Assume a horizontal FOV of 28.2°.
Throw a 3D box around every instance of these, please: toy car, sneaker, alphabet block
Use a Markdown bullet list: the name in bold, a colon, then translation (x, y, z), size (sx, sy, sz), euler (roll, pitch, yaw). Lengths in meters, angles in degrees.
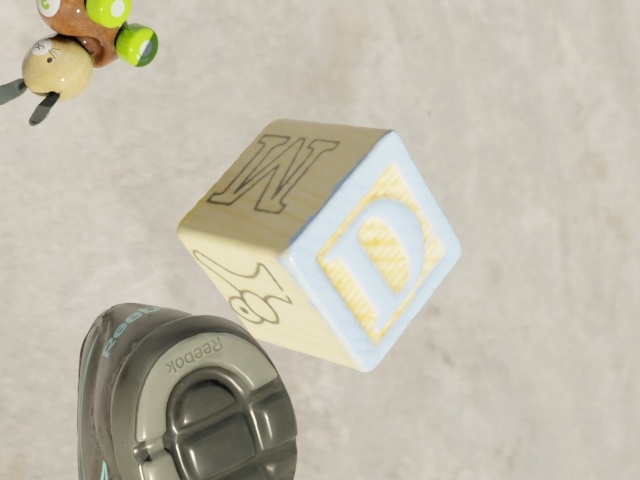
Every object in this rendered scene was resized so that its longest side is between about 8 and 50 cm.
- **toy car**: translation (-0.321, -0.227, 1.538), size (0.188, 0.155, 0.149), euler (-54, 146, -15)
- **sneaker**: translation (-0.049, 0.148, 0.590), size (0.101, 0.106, 0.267), euler (-20, 112, -31)
- **alphabet block**: translation (0.000, 0.000, 1.380), size (0.193, 0.197, 0.192), euler (-48, 126, -24)
